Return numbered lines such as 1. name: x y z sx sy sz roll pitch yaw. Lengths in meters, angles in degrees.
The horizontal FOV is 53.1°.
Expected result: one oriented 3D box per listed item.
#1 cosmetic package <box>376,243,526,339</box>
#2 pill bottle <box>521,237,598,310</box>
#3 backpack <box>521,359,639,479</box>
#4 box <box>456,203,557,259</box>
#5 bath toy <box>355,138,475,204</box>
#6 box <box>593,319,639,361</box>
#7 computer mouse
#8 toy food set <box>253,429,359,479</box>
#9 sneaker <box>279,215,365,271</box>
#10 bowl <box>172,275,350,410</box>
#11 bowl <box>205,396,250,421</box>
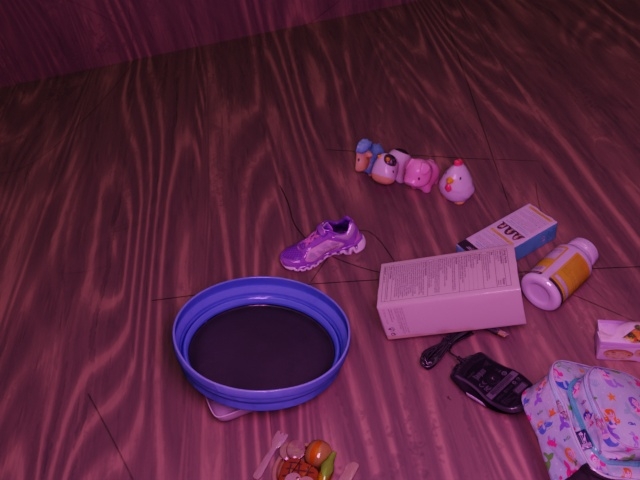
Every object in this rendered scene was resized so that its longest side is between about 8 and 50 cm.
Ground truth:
1. cosmetic package: 0.292 0.117 1.446 0.310 0.113 0.160 -8 36 17
2. pill bottle: 0.559 0.073 1.485 0.184 0.103 0.103 -36 48 -24
3. backpack: 0.493 0.332 1.146 0.225 0.191 0.253 15 31 -22
4. box: 0.468 0.002 1.611 0.244 0.060 0.100 -27 44 -16
5. bath toy: 0.270 -0.202 1.825 0.348 0.129 0.151 20 51 29
6. box: 0.740 0.214 1.321 0.324 0.067 0.063 2 45 14
7. computer mouse: 0.359 0.268 1.360 0.184 0.060 0.262 -38 40 -26
8. toy food set: -0.034 0.447 1.263 0.192 0.038 0.132 14 48 25
9. sneaker: 0.000 0.000 1.687 0.237 0.104 0.095 -19 44 -7
10. bowl: -0.129 0.222 1.431 0.392 0.077 0.391 3 32 -2
11. bowl: -0.181 0.328 1.413 0.142 0.053 0.142 -22 44 -10
